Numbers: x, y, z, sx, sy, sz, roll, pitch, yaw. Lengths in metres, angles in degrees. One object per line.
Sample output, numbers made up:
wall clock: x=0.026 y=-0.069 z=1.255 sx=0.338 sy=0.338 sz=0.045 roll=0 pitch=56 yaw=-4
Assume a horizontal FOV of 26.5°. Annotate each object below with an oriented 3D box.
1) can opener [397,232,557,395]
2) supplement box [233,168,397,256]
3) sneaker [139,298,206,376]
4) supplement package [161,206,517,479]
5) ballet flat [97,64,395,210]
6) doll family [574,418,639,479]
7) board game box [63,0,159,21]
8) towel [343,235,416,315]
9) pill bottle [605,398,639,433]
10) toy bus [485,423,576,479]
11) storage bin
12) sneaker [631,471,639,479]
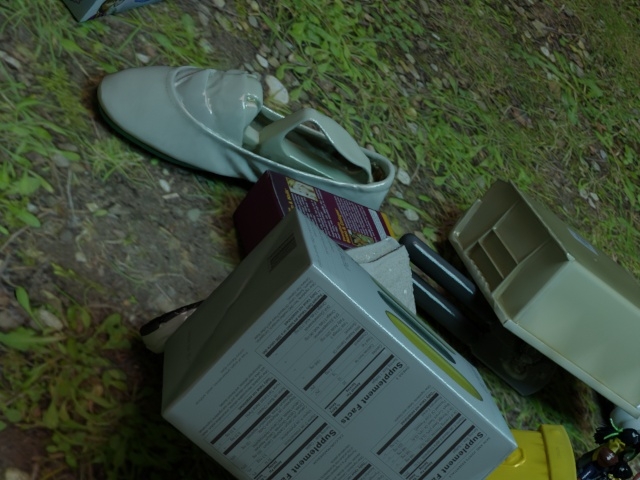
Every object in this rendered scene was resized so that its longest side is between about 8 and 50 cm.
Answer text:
can opener: x=0.197 y=0.097 z=1.801 sx=0.283 sy=0.076 sz=0.095 roll=40 pitch=4 yaw=-10
supplement box: x=0.000 y=0.000 z=1.646 sx=0.188 sy=0.081 sz=0.104 roll=20 pitch=33 yaw=-33
sneaker: x=-0.073 y=0.101 z=1.483 sx=0.272 sy=0.100 sz=0.108 roll=-20 pitch=89 yaw=-41
supplement package: x=0.011 y=0.143 z=1.296 sx=0.263 sy=0.198 sz=0.199 roll=42 pitch=8 yaw=-15
ballet flat: x=-0.075 y=-0.135 z=1.668 sx=0.400 sy=0.139 sz=0.139 roll=25 pitch=41 yaw=-27
doll family: x=0.365 y=0.287 z=1.739 sx=0.076 sy=0.111 sz=0.193 roll=48 pitch=36 yaw=1
board game box: x=-0.294 y=-0.454 z=1.793 sx=0.318 sy=0.066 sz=0.319 roll=51 pitch=36 yaw=5
towel: x=0.053 y=0.145 z=1.508 sx=0.187 sy=0.049 sz=0.282 roll=-16 pitch=99 yaw=-50
pill bottle: x=0.435 y=0.228 z=1.904 sx=0.067 sy=0.067 sz=0.120 roll=26 pitch=41 yaw=-27
toy bus: x=0.163 y=0.309 z=1.479 sx=0.212 sy=0.220 sz=0.149 roll=6 pitch=32 yaw=-3
storage bin: x=0.330 y=0.067 z=1.822 sx=0.262 sy=0.123 sz=0.260 roll=34 pitch=15 yaw=-27
sneaker: x=0.461 y=0.394 z=1.728 sx=0.088 sy=0.093 sz=0.225 roll=-26 pitch=88 yaw=-54
